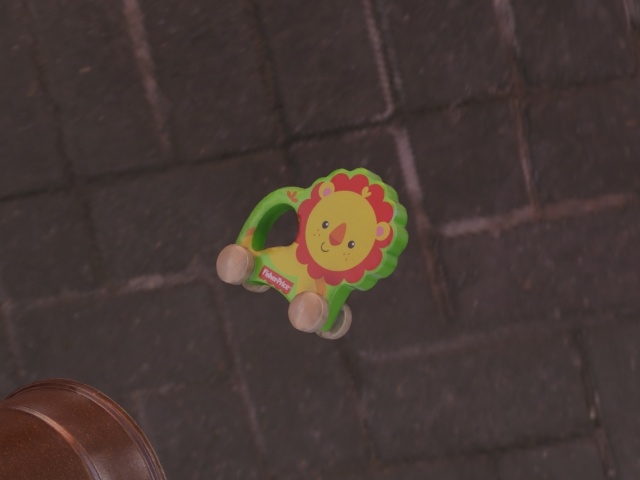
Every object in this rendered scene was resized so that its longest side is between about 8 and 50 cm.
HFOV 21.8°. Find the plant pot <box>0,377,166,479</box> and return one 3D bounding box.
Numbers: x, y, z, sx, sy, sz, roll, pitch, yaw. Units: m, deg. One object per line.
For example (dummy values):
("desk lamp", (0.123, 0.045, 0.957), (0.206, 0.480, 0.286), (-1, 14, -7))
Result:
("plant pot", (-0.195, 0.171, 0.913), (0.167, 0.165, 0.167), (5, 99, 36))

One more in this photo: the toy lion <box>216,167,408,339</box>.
("toy lion", (0.000, 0.000, 0.941), (0.100, 0.034, 0.096), (30, 95, 36))
